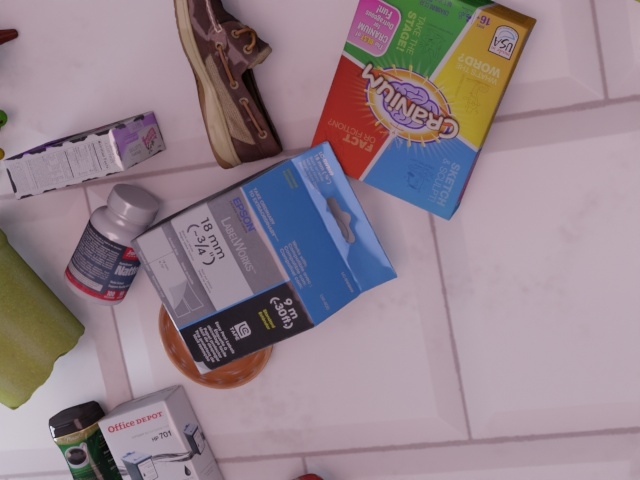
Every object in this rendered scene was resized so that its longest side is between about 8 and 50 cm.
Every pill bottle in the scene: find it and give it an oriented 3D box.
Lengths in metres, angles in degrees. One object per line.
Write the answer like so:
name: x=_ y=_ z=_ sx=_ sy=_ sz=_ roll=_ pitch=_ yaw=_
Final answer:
pill bottle: x=-0.333 y=0.005 z=2.022 sx=0.108 sy=0.108 sz=0.180 roll=31 pitch=111 yaw=8
pill bottle: x=0.000 y=0.000 z=1.953 sx=0.083 sy=0.043 sz=0.043 roll=-28 pitch=94 yaw=21

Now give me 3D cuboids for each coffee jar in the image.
coffee jar: x=-0.391 y=0.369 z=2.145 sx=0.096 sy=0.079 sz=0.184 roll=-19 pitch=98 yaw=27

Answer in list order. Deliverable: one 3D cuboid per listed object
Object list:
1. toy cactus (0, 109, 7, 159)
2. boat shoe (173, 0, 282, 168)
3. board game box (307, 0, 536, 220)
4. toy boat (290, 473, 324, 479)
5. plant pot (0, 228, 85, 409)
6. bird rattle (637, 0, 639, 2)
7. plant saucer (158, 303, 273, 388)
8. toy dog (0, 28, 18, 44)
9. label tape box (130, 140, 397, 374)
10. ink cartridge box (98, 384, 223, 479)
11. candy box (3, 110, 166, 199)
toy cactus: x=-0.619 y=-0.161 z=2.073 sx=0.180 sy=0.112 sz=0.219 roll=49 pitch=120 yaw=3
boat shoe: x=-0.132 y=-0.281 z=1.892 sx=0.123 sy=0.123 sz=0.342 roll=-10 pitch=104 yaw=10
board game box: x=0.141 y=-0.218 z=1.819 sx=0.242 sy=0.064 sz=0.317 roll=24 pitch=119 yaw=10
toy boat: x=0.018 y=0.487 z=2.035 sx=0.151 sy=0.151 sz=0.231 roll=-18 pitch=100 yaw=-10
plant pot: x=-0.538 y=0.133 z=2.053 sx=0.254 sy=0.276 sz=0.276 roll=42 pitch=112 yaw=-8
bird rattle: x=0.444 y=-0.435 z=1.695 sx=0.207 sy=0.143 sz=0.253 roll=-44 pitch=75 yaw=10
plant saucer: x=-0.167 y=0.143 z=2.044 sx=0.200 sy=0.037 sz=0.200 roll=4 pitch=105 yaw=17
toy dog: x=-0.603 y=-0.383 z=1.977 sx=0.220 sy=0.161 sz=0.334 roll=31 pitch=150 yaw=46
label tape box: x=-0.090 y=0.029 z=1.899 sx=0.333 sy=0.106 sz=0.241 roll=-25 pitch=97 yaw=26
ink cartridge box: x=-0.267 y=0.358 z=2.104 sx=0.139 sy=0.082 sz=0.191 roll=-21 pitch=98 yaw=20
candy box: x=-0.367 y=-0.135 z=1.967 sx=0.196 sy=0.165 sz=0.070 roll=-14 pitch=101 yaw=19
